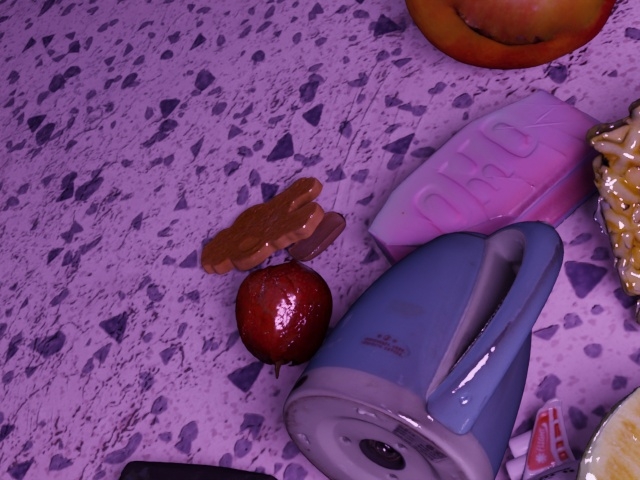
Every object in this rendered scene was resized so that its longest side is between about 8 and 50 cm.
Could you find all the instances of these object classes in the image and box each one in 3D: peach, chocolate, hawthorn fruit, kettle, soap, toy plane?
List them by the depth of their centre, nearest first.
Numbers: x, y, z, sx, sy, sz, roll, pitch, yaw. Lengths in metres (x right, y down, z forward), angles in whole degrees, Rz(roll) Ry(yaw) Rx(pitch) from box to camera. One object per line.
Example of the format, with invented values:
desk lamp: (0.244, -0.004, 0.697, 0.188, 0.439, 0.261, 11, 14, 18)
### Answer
toy plane: (0.288, 0.279, 0.964, 0.252, 0.118, 0.252, -19, 46, 21)
kettle: (0.158, 0.118, 1.066, 0.342, 0.247, 0.319, -55, 10, -33)
soap: (0.234, -0.065, 1.287, 0.324, 0.109, 0.193, -42, 44, -4)
hawthorn fruit: (-0.053, 0.115, 1.296, 0.148, 0.148, 0.172, -13, 65, 23)
peach: (0.296, -0.436, 1.413, 0.370, 0.370, 0.370, -17, 47, 19)
chocolate: (0.000, 0.000, 1.428, 0.101, 0.031, 0.064, -47, 28, -11)

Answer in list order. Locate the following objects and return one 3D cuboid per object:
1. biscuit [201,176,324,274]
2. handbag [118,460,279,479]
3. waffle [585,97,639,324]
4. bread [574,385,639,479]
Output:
biscuit: (-0.095, -0.015, 1.490, 0.236, 0.040, 0.144, -30, 29, 19)
handbag: (-0.179, 0.406, 1.168, 0.275, 0.088, 0.244, -5, 52, 31)
waffle: (0.472, -0.042, 1.052, 0.297, 0.073, 0.317, -14, 91, 18)
bread: (0.381, 0.261, 0.863, 0.301, 0.045, 0.302, 2, 77, -7)
